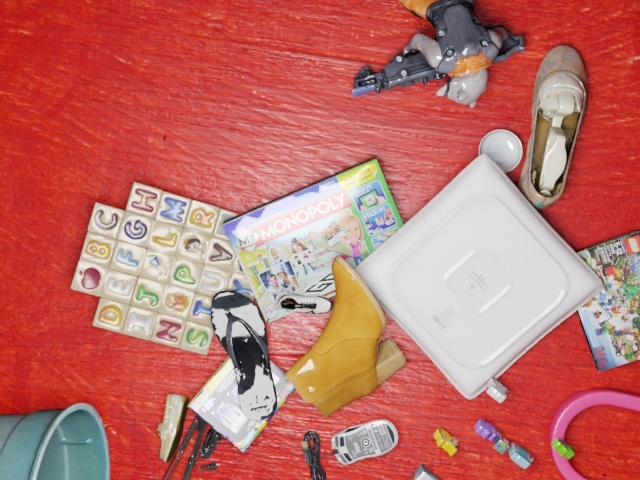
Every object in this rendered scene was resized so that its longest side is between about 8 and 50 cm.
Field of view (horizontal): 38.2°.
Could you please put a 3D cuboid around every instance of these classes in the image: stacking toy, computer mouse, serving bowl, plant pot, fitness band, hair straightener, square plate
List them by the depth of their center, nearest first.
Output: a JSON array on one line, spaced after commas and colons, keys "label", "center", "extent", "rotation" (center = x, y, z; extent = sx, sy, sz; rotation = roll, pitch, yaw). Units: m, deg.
[{"label": "plant pot", "center": [-0.608, 0.460, 1.697], "extent": [0.333, 0.341, 0.341], "rotation": [2, 93, 10]}, {"label": "square plate", "center": [0.295, 0.077, 1.728], "extent": [0.344, 0.049, 0.347], "rotation": [-43, 96, 9]}, {"label": "stacking toy", "center": [0.351, 0.388, 1.762], "extent": [0.221, 0.052, 0.167], "rotation": [39, 110, 1]}, {"label": "serving bowl", "center": [0.344, -0.170, 1.770], "extent": [0.083, 0.027, 0.083], "rotation": [0, 92, 3]}, {"label": "fitness band", "center": [0.583, 0.398, 1.775], "extent": [0.290, 0.054, 0.209], "rotation": [13, 93, 0]}, {"label": "computer mouse", "center": [0.061, 0.401, 1.800], "extent": [0.192, 0.042, 0.106], "rotation": [-19, 87, 8]}, {"label": "hair straightener", "center": [-0.235, 0.415, 1.814], "extent": [0.089, 0.047, 0.231], "rotation": [26, 88, -5]}]

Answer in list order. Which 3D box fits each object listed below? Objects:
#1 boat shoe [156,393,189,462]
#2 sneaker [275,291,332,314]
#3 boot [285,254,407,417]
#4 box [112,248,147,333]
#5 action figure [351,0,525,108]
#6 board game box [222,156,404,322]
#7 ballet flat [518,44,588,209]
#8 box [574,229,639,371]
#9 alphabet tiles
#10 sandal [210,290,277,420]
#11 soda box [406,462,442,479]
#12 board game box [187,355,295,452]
[{"label": "boat shoe", "center": [-0.295, 0.365, 1.808], "extent": [0.045, 0.050, 0.136], "rotation": [15, 90, 12]}, {"label": "sneaker", "center": [-0.031, 0.123, 1.743], "extent": [0.109, 0.044, 0.040], "rotation": [4, 99, -5]}, {"label": "boot", "center": [0.023, 0.190, 1.718], "extent": [0.211, 0.104, 0.295], "rotation": [-31, 119, -5]}, {"label": "box", "center": [-0.381, 0.090, 1.793], "extent": [0.059, 0.054, 0.169], "rotation": [17, 92, 1]}, {"label": "action figure", "center": [0.196, -0.390, 1.697], "extent": [0.341, 0.178, 0.330], "rotation": [-23, 82, 1]}, {"label": "board game box", "center": [0.000, 0.000, 1.765], "extent": [0.317, 0.046, 0.214], "rotation": [-23, 101, 3]}, {"label": "ballet flat", "center": [0.445, -0.213, 1.726], "extent": [0.107, 0.106, 0.316], "rotation": [8, 93, 2]}, {"label": "box", "center": [0.567, 0.114, 1.760], "extent": [0.159, 0.044, 0.233], "rotation": [-20, 92, 9]}, {"label": "alphabet tiles", "center": [-0.287, 0.057, 1.769], "extent": [0.342, 0.011, 0.285], "rotation": [17, 93, -13]}, {"label": "sandal", "center": [-0.136, 0.211, 1.741], "extent": [0.097, 0.054, 0.255], "rotation": [-19, 84, -9]}, {"label": "soda box", "center": [0.163, 0.525, 1.792], "extent": [0.063, 0.058, 0.183], "rotation": [40, 93, 0]}, {"label": "board game box", "center": [-0.149, 0.298, 1.781], "extent": [0.141, 0.048, 0.170], "rotation": [40, 80, 1]}]
